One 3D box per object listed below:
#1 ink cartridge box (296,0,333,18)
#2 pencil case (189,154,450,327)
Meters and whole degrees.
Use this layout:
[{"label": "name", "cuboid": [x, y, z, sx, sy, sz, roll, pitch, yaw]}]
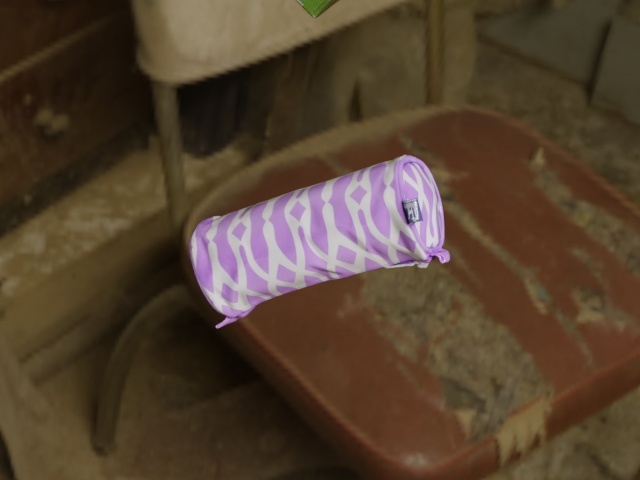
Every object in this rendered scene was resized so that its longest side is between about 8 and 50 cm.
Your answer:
[{"label": "ink cartridge box", "cuboid": [-0.051, -0.339, 1.422, 0.255, 0.097, 0.189, 44, 16, -4]}, {"label": "pencil case", "cuboid": [0.000, 0.000, 1.178, 0.206, 0.088, 0.086, -16, 8, 26]}]
